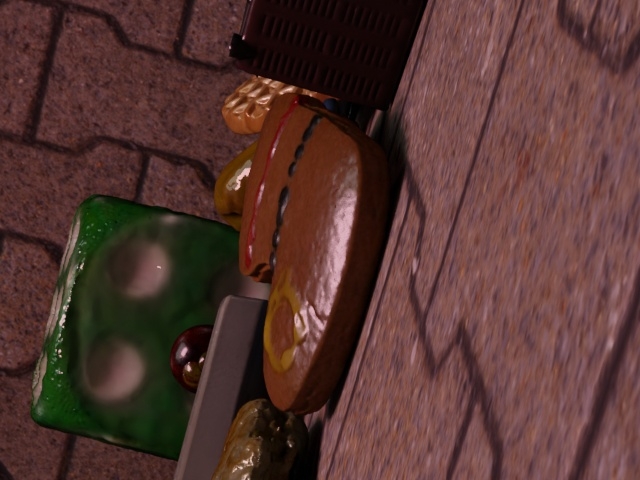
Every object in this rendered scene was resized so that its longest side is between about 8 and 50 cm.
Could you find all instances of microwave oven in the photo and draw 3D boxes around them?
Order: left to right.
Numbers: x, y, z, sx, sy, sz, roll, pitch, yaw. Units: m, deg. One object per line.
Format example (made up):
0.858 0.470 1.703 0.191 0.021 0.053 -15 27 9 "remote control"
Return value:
0.018 -0.284 1.865 0.247 0.178 0.188 -83 6 -54 "microwave oven"

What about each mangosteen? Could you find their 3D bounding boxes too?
-0.125 0.131 2.011 0.081 0.081 0.081 -165 90 -85 "mangosteen"

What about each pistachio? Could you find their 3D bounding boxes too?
-0.036 -0.074 2.034 0.110 0.189 0.100 49 -165 -56 "pistachio"

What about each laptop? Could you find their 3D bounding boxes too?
0.028 -0.155 2.285 0.197 0.016 0.135 -88 12 -69 "laptop"

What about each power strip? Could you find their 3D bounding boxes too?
-0.091 0.210 1.930 0.193 0.059 0.265 70 -151 -57 "power strip"

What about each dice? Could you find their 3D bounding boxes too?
-0.180 0.113 2.188 0.287 0.300 0.297 164 121 -82 "dice"

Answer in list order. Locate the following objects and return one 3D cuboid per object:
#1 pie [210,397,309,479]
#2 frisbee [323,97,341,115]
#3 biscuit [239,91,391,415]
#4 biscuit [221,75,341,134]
-0.070 0.267 1.696 0.201 0.090 0.248 125 161 -71 "pie"
0.005 0.000 1.866 0.289 0.049 0.289 -172 90 -85 "frisbee"
-0.027 0.006 1.700 0.277 0.052 0.262 46 121 60 "biscuit"
-0.022 -0.189 2.096 0.040 0.205 0.309 61 -172 -14 "biscuit"
